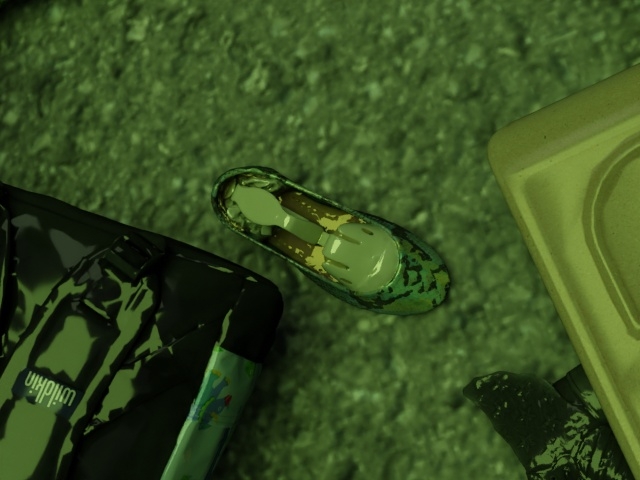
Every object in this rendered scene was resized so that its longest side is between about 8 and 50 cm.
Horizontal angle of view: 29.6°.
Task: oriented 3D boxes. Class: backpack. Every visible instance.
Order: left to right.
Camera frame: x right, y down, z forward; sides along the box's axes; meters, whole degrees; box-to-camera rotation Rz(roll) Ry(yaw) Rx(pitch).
[{"bbox_3d":[-0.207,0.167,0.824,0.290,0.273,0.355,16,74,8],"label":"backpack"}]

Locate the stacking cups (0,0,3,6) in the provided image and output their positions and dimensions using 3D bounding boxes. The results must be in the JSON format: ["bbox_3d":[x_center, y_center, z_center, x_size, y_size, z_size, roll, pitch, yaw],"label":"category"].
[{"bbox_3d":[-0.197,-0.253,0.948,0.316,0.096,0.096,-17,78,16],"label":"stacking cups"}]

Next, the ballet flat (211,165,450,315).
[{"bbox_3d":[0.000,0.000,0.856,0.188,0.070,0.070,23,91,21],"label":"ballet flat"}]

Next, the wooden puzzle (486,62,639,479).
[{"bbox_3d":[0.311,0.021,0.724,0.322,0.080,0.347,-25,70,9],"label":"wooden puzzle"}]

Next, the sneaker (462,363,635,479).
[{"bbox_3d":[0.171,0.145,0.784,0.089,0.051,0.170,-36,68,13],"label":"sneaker"}]
